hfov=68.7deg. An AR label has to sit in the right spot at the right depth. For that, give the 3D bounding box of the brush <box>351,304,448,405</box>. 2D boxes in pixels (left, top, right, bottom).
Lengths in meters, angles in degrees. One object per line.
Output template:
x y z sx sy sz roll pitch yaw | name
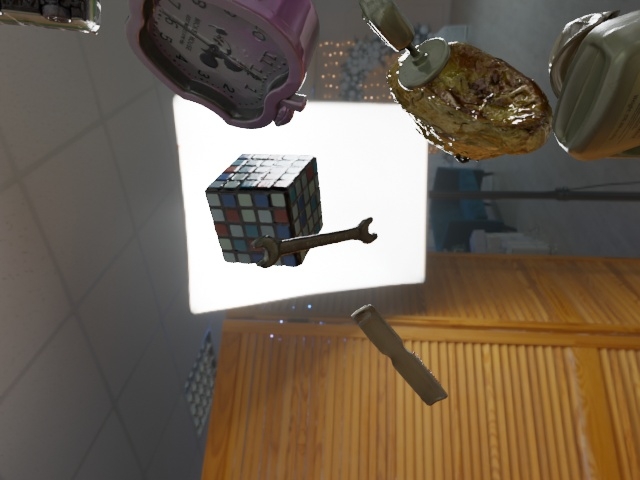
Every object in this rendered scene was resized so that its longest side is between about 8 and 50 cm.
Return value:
0.189 0.266 1.101 0.321 0.060 0.050 50 -159 -18 | brush

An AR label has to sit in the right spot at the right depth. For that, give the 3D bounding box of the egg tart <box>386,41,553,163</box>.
0.246 -0.228 0.805 0.115 0.289 0.291 108 172 -47 | egg tart

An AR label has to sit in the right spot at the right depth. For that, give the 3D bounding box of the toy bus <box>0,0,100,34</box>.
-0.672 -0.568 1.068 0.179 0.304 0.143 -136 48 -76 | toy bus

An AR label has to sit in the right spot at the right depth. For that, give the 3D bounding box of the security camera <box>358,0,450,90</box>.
0.067 -0.179 0.408 0.092 0.058 0.058 30 -129 -37 | security camera

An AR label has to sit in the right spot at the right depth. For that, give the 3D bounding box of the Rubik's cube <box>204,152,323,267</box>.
-0.109 -0.067 0.991 0.187 0.181 0.184 -61 -30 -55 | Rubik's cube

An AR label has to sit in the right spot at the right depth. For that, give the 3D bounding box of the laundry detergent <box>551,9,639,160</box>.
0.418 -0.172 0.540 0.091 0.253 0.181 -97 5 -46 | laundry detergent

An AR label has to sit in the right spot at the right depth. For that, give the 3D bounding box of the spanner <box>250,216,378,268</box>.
0.000 0.000 0.778 0.015 0.254 0.054 19 114 51 | spanner

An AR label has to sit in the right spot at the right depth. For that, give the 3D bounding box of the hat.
0.424 -0.310 0.819 0.144 0.173 0.167 -136 40 -57 | hat

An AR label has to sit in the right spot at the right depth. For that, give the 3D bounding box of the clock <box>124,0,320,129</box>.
-0.156 -0.333 0.803 0.339 0.338 0.102 76 -148 -66 | clock
